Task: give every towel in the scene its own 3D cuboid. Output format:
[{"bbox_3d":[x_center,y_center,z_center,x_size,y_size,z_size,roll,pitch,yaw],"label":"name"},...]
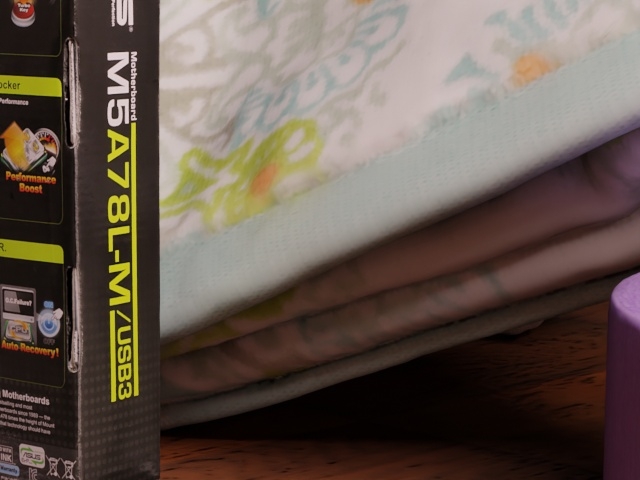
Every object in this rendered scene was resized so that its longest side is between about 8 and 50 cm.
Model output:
[{"bbox_3d":[0.053,-0.118,0.666,0.374,0.320,0.090,-20,-41,33],"label":"towel"}]

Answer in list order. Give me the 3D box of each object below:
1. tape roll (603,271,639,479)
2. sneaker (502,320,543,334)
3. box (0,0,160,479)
[{"bbox_3d":[0.202,0.059,0.441,0.275,0.090,0.275,0,8,0],"label":"tape roll"},{"bbox_3d":[0.000,-0.001,0.910,0.236,0.130,0.323,35,-46,-31],"label":"sneaker"},{"bbox_3d":[-0.134,-0.019,0.638,0.191,0.184,0.045,6,8,37],"label":"box"}]
